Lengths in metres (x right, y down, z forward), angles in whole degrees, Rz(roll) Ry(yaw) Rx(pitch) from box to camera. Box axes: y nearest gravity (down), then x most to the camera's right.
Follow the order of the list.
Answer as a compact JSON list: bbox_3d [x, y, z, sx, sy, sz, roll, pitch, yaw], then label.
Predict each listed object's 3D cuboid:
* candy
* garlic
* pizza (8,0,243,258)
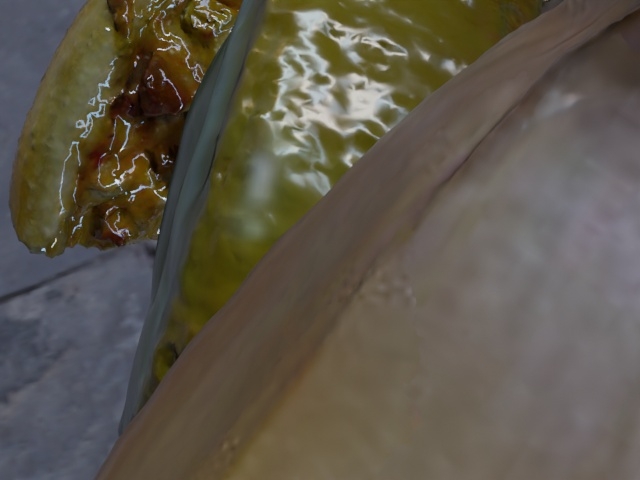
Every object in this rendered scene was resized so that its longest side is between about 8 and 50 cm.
[{"bbox_3d":[0.000,0.000,0.670,0.118,0.260,0.260,16,68,-5],"label":"candy"},{"bbox_3d":[0.023,0.034,0.374,0.128,0.115,0.206,28,98,-30],"label":"garlic"},{"bbox_3d":[-0.018,-0.087,1.027,0.335,0.086,0.226,-41,111,-3],"label":"pizza"}]
